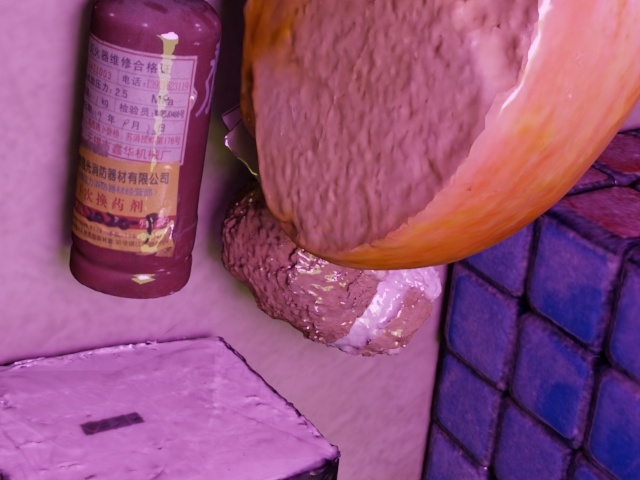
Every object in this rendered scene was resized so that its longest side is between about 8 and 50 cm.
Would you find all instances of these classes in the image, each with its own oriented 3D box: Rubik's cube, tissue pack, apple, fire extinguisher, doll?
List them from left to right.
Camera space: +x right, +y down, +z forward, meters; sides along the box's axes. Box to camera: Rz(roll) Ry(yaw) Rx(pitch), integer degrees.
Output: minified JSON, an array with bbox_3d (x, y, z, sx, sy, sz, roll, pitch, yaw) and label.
[{"bbox_3d":[-0.130,0.260,0.742,0.210,0.198,0.370,-4,117,-30],"label":"tissue pack"},{"bbox_3d":[-0.095,-0.099,0.665,0.075,0.106,0.252,10,112,3],"label":"fire extinguisher"},{"bbox_3d":[-0.001,0.004,0.745,0.115,0.105,0.221,-26,139,12],"label":"doll"},{"bbox_3d":[0.074,-0.140,0.619,0.252,0.314,0.309,-4,90,10],"label":"apple"},{"bbox_3d":[0.317,0.120,0.881,0.343,0.344,0.337,-11,121,-28],"label":"Rubik's cube"}]
